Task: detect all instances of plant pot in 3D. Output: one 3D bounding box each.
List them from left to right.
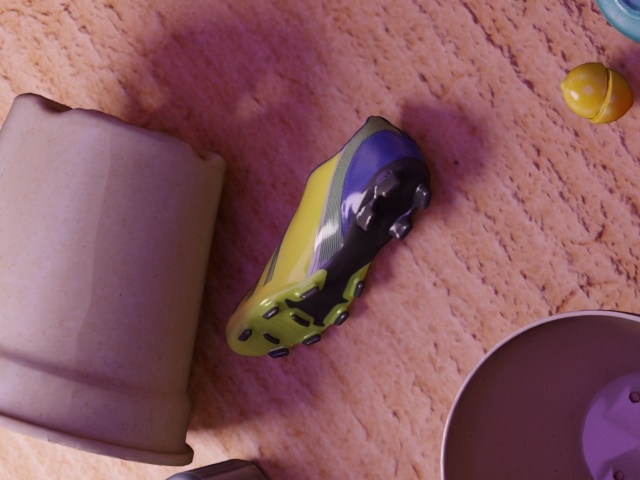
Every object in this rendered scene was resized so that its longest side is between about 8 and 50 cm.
[{"bbox_3d":[-0.242,0.027,1.748,0.334,0.334,0.305,16,89,23],"label":"plant pot"},{"bbox_3d":[0.273,0.196,1.569,0.284,0.191,0.284,1,93,25],"label":"plant pot"}]

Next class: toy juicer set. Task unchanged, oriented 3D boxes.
[{"bbox_3d":[0.282,-0.216,1.603,0.329,0.089,0.209,46,123,6],"label":"toy juicer set"}]

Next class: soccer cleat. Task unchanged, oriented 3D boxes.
[{"bbox_3d":[0.001,0.000,1.752,0.289,0.093,0.121,-49,44,24],"label":"soccer cleat"}]

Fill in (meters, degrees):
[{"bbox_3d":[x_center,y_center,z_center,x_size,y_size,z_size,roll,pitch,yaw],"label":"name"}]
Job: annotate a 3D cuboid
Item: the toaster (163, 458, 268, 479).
[{"bbox_3d":[-0.126,0.307,1.781,0.227,0.146,0.129,-46,76,21],"label":"toaster"}]
